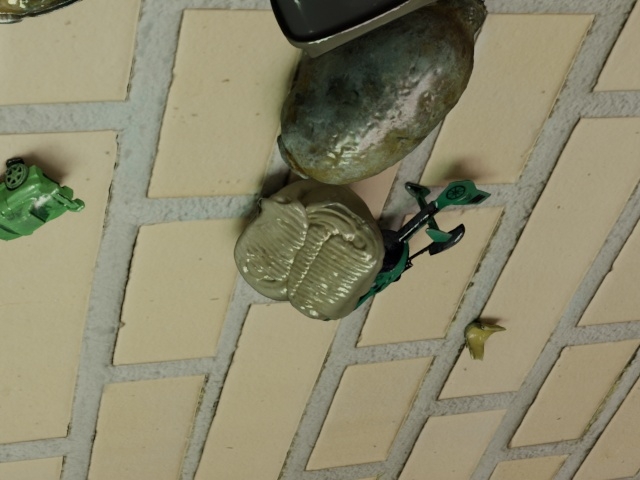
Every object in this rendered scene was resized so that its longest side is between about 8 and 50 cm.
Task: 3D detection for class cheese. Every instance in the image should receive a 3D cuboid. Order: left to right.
[{"bbox_3d":[0.284,0.177,2.546,0.060,0.041,0.084,2,123,-37],"label":"cheese"}]

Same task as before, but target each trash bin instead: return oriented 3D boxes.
[{"bbox_3d":[0.015,-0.354,1.653,0.209,0.182,0.290,-24,138,7],"label":"trash bin"}]

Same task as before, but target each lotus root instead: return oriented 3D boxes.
[{"bbox_3d":[0.081,-0.198,1.882,0.349,0.175,0.175,-41,138,21],"label":"lotus root"}]

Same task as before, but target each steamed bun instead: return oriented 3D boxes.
[{"bbox_3d":[-0.002,-0.001,2.111,0.144,0.211,0.218,-48,169,-51],"label":"steamed bun"}]

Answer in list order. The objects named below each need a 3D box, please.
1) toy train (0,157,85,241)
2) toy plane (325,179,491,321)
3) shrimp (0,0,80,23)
[{"bbox_3d":[-0.399,-0.047,1.929,0.149,0.081,0.099,-33,142,16],"label":"toy train"},{"bbox_3d":[0.095,0.021,2.226,0.155,0.106,0.381,15,131,-45],"label":"toy plane"},{"bbox_3d":[-0.299,-0.341,1.627,0.365,0.071,0.233,-14,152,-9],"label":"shrimp"}]
